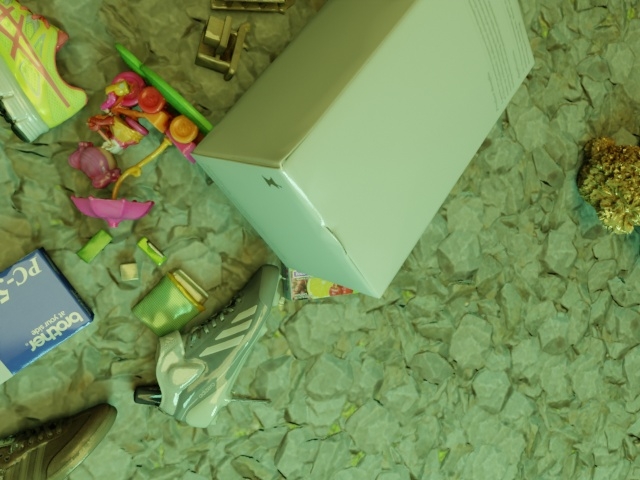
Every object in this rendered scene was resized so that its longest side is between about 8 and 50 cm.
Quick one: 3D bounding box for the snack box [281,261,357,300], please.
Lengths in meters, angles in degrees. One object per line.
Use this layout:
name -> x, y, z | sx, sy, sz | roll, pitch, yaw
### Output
snack box -> 0.000, 0.000, 0.701 | 0.100, 0.037, 0.141 | -5, 94, -21

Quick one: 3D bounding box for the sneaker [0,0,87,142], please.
sneaker -> -0.312, -0.211, 0.566 | 0.094, 0.081, 0.209 | -29, 108, -23

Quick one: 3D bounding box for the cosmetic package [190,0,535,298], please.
cosmetic package -> 0.066, -0.148, 0.598 | 0.366, 0.155, 0.197 | -52, 131, -20

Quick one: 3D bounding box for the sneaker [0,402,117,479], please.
sneaker -> -0.309, 0.230, 0.589 | 0.188, 0.066, 0.071 | -41, 104, -14

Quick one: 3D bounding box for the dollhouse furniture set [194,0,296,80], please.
dollhouse furniture set -> -0.056, -0.264, 0.592 | 0.101, 0.182, 0.161 | 14, 88, -20

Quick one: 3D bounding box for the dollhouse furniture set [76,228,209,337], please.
dollhouse furniture set -> -0.195, 0.048, 0.623 | 0.076, 0.058, 0.152 | -47, 106, -11

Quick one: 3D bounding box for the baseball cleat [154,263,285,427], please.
baseball cleat -> -0.121, 0.107, 0.639 | 0.109, 0.072, 0.206 | 28, 73, -15

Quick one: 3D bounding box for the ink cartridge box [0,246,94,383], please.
ink cartridge box -> -0.354, 0.104, 0.577 | 0.207, 0.046, 0.097 | -36, 104, -15

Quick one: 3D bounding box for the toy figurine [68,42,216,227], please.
toy figurine -> -0.208, -0.098, 0.596 | 0.173, 0.130, 0.159 | 43, 88, 6

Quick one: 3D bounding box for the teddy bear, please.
teddy bear -> 0.563, -0.067, 0.859 | 0.338, 0.113, 0.245 | 32, 80, -18

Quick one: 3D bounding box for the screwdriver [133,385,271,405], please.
screwdriver -> -0.140, 0.191, 0.676 | 0.169, 0.025, 0.024 | 11, 88, -28
